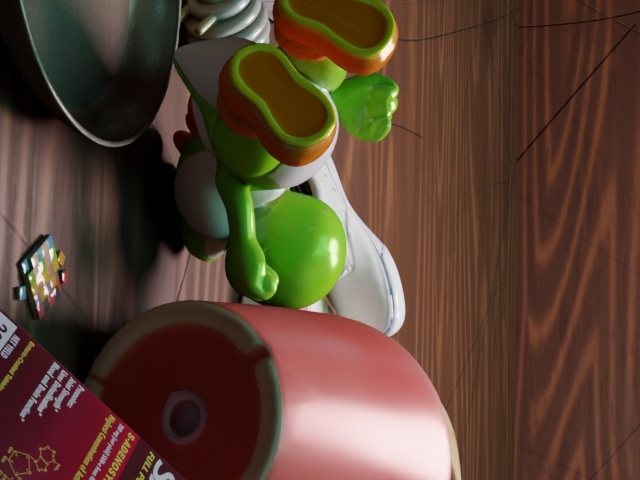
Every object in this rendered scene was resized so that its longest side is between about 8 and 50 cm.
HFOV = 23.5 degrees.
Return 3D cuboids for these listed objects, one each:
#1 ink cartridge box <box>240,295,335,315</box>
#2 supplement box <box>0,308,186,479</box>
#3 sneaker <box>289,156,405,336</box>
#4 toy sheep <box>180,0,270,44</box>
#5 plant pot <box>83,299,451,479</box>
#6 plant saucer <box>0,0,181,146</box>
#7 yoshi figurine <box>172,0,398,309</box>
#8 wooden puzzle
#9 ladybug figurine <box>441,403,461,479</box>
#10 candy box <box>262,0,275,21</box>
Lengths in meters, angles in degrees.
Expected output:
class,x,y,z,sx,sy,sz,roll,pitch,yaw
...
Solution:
class,x,y,z,sx,sy,sz,roll,pitch,yaw
ink cartridge box,-0.028,0.117,1.686,0.198,0.067,0.115,57,36,-60
supplement box,-0.173,0.164,0.987,0.239,0.073,0.130,45,32,-13
sneaker,0.000,0.000,1.687,0.091,0.094,0.258,-25,84,-55
toy sheep,-0.090,-0.205,1.480,0.132,0.091,0.091,71,24,-46
plant pot,-0.059,0.169,1.290,0.243,0.275,0.275,30,60,-59
plant saucer,-0.189,-0.228,1.215,0.310,0.050,0.311,-2,90,-74
yoshi figurine,-0.023,-0.053,1.331,0.362,0.203,0.203,121,-38,-62
wooden puzzle,-0.213,0.028,1.186,0.083,0.006,0.049,-62,147,-58
ladybug figurine,0.071,0.399,1.831,0.305,0.161,0.449,53,39,-64
candy box,-0.051,-0.333,1.637,0.233,0.071,0.159,18,71,-73
